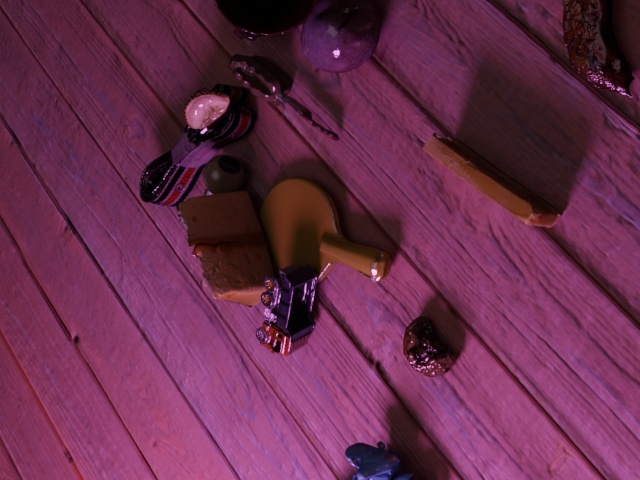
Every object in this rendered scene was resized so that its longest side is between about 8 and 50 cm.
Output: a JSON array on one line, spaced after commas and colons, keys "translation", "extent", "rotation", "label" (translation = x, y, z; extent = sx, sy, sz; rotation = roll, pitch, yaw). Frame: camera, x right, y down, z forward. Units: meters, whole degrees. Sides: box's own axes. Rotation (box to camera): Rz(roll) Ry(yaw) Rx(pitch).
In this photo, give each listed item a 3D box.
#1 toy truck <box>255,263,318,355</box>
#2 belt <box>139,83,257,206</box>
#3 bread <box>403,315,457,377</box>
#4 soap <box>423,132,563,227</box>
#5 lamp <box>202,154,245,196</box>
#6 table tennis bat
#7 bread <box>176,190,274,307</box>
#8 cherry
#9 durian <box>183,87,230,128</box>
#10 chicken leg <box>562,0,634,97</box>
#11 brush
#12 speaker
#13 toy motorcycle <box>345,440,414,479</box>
[{"translation": [-0.063, 0.136, 1.914], "extent": [0.092, 0.083, 0.192], "rotation": [30, 124, 30], "label": "toy truck"}, {"translation": [-0.277, -0.200, 2.119], "extent": [0.359, 0.094, 0.126], "rotation": [-47, 62, 32], "label": "belt"}, {"translation": [0.188, 0.198, 1.736], "extent": [0.113, 0.060, 0.082], "rotation": [49, 118, 28], "label": "bread"}, {"translation": [0.288, -0.101, 1.624], "extent": [0.252, 0.092, 0.037], "rotation": [42, 115, 33], "label": "soap"}, {"translation": [-0.224, -0.113, 2.088], "extent": [0.091, 0.091, 0.163], "rotation": [60, 140, 24], "label": "lamp"}, {"translation": [0.000, 0.000, 1.910], "extent": [0.369, 0.054, 0.224], "rotation": [21, 106, 43], "label": "table tennis bat"}, {"translation": [-0.216, 0.023, 1.993], "extent": [0.135, 0.178, 0.240], "rotation": [-42, 62, 49], "label": "bread"}, {"translation": [0.036, -0.394, 1.815], "extent": [0.176, 0.140, 0.176], "rotation": [178, 90, -67], "label": "cherry"}, {"translation": [-0.242, -0.278, 1.996], "extent": [0.130, 0.052, 0.066], "rotation": [-32, 77, 34], "label": "durian"}, {"translation": [0.433, -0.331, 1.516], "extent": [0.105, 0.063, 0.234], "rotation": [-7, 88, 46], "label": "chicken leg"}, {"translation": [-0.071, -0.285, 1.953], "extent": [0.301, 0.084, 0.071], "rotation": [42, 116, 26], "label": "brush"}, {"translation": [-0.098, -0.509, 1.836], "extent": [0.329, 0.198, 0.259], "rotation": [-113, 37, -80], "label": "speaker"}, {"translation": [0.077, 0.482, 1.800], "extent": [0.272, 0.123, 0.182], "rotation": [-43, 74, 32], "label": "toy motorcycle"}]
